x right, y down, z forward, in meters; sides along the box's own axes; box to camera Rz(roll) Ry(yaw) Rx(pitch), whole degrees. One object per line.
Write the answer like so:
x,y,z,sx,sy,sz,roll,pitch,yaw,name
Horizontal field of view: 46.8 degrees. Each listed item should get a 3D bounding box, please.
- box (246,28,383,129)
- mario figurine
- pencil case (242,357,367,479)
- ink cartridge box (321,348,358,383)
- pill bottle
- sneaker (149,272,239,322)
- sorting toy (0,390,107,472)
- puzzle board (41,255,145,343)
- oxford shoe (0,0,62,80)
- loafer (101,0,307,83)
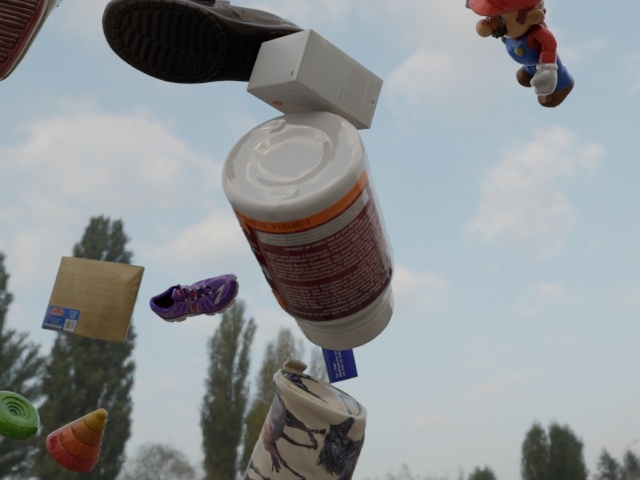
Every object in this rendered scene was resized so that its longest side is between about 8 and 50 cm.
-0.007,-0.251,1.197,0.170,0.091,0.130,26,-15,-39,box
0.362,-0.380,1.404,0.198,0.170,0.320,13,-22,41,mario figurine
-0.058,0.402,1.150,0.183,0.410,0.160,21,3,40,pencil case
0.035,0.220,1.605,0.065,0.165,0.332,-13,-7,1,ink cartridge box
0.000,0.000,1.231,0.224,0.224,0.392,-9,-43,10,pill bottle
-0.222,0.101,1.296,0.170,0.068,0.071,-21,-27,13,sneaker
-0.587,0.336,1.523,0.365,0.127,0.126,37,-79,-20,sorting toy
-0.282,0.072,0.919,0.128,0.096,0.011,5,-15,23,puzzle board
-0.490,-0.416,1.276,0.123,0.348,0.130,22,-8,11,oxford shoe
-0.187,-0.338,1.238,0.366,0.130,0.134,4,-57,-32,loafer
